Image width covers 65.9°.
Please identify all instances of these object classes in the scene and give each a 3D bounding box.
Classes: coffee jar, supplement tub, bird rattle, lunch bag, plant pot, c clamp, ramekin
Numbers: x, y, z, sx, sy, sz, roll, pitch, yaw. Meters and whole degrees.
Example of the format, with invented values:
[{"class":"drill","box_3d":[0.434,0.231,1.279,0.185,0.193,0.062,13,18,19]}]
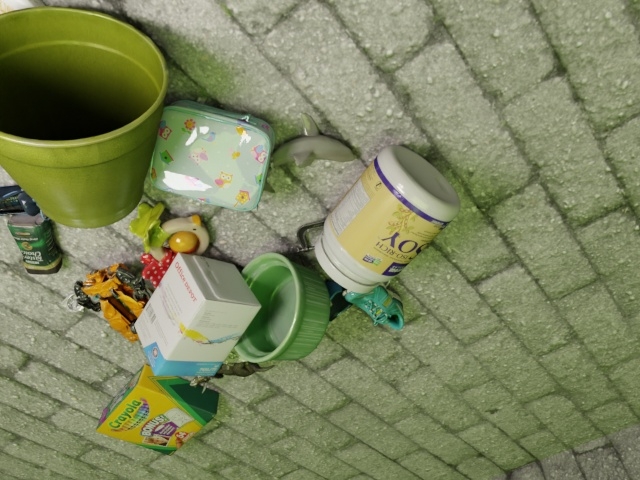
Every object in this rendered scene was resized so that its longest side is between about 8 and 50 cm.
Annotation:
[{"class":"coffee jar","box_3d":[-0.775,0.012,1.350,0.096,0.079,0.184,1,129,-4]},{"class":"supplement tub","box_3d":[0.159,-0.046,1.251,0.241,0.241,0.331,26,123,-22]},{"class":"bird rattle","box_3d":[-0.405,0.019,1.354,0.207,0.143,0.253,-15,133,-12]},{"class":"lunch bag","box_3d":[-0.245,-0.202,1.158,0.279,0.108,0.224,14,112,-4]},{"class":"plant pot","box_3d":[-0.500,-0.212,1.024,0.366,0.366,0.353,8,145,-10]},{"class":"c clamp","box_3d":[0.000,0.000,1.424,0.161,0.022,0.137,-17,122,11]},{"class":"ramekin","box_3d":[-0.114,0.196,1.398,0.148,0.303,0.303,19,128,-43]}]

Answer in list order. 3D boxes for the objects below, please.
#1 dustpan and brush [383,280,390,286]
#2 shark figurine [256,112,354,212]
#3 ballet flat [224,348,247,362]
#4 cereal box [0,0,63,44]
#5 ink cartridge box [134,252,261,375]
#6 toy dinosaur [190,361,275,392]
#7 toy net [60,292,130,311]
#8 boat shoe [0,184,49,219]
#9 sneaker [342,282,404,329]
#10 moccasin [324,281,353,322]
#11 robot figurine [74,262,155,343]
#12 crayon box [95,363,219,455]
[{"class":"dustpan and brush","box_3d":[0.171,0.086,1.475,0.147,0.060,0.211,27,123,-23]},{"class":"shark figurine","box_3d":[-0.071,-0.191,1.207,0.278,0.116,0.166,-25,125,14]},{"class":"ballet flat","box_3d":[-0.327,0.310,1.553,0.409,0.147,0.147,-9,130,16]},{"class":"cereal box","box_3d":[-0.664,-0.464,0.990,0.173,0.047,0.240,-32,124,20]},{"class":"ink cartridge box","box_3d":[-0.341,0.207,1.363,0.197,0.198,0.270,17,114,-46]},{"class":"toy dinosaur","box_3d":[-0.298,0.415,1.678,0.313,0.121,0.160,-9,141,6]},{"class":"toy net","box_3d":[-0.698,0.180,1.512,0.232,0.045,0.122,-10,130,5]},{"class":"boat shoe","box_3d":[-0.731,-0.094,1.260,0.258,0.089,0.109,-13,129,7]},{"class":"sneaker","box_3d":[0.175,0.197,1.493,0.107,0.110,0.275,-32,140,29]},{"class":"moccasin","box_3d":[-0.029,0.275,1.571,0.117,0.137,0.342,32,122,-31]},{"class":"robot figurine","box_3d":[-0.567,0.179,1.436,0.211,0.085,0.291,-18,128,10]},{"class":"crayon box","box_3d":[-0.612,0.648,1.857,0.313,0.106,0.363,30,122,-24]}]
